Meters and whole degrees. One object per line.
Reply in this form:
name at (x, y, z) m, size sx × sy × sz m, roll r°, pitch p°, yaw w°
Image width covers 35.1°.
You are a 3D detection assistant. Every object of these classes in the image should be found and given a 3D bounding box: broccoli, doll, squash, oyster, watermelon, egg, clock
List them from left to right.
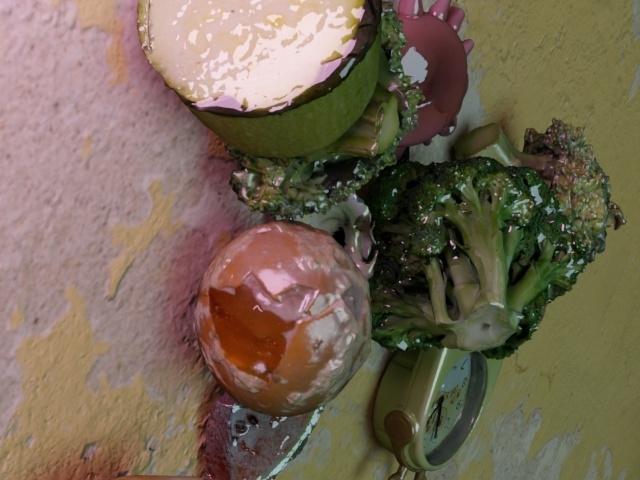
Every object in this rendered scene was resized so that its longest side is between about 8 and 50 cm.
watermelon at (-0.082, 0.212, 1.197) m, size 0.187 × 0.071 × 0.139 m, roll -49°, pitch 135°, yaw -16°
squash at (-0.046, -0.196, 0.916) m, size 0.133 × 0.220 × 0.220 m, roll 43°, pitch 69°, yaw -78°
egg at (-0.039, 0.087, 1.077) m, size 0.195 × 0.195 × 0.233 m, roll -31°, pitch 142°, yaw -44°
broccoli at (0.002, -0.131, 1.038) m, size 0.198 × 0.176 × 0.226 m, roll 58°, pitch 36°, yaw -35°
oyster at (0.004, -0.009, 1.206) m, size 0.133 × 0.072 × 0.209 m, roll -46°, pitch 124°, yaw -11°
doll at (0.102, -0.197, 1.207) m, size 0.262 × 0.093 × 0.211 m, roll 27°, pitch 95°, yaw -48°
clock at (0.168, 0.245, 1.544) m, size 0.235 × 0.096 × 0.308 m, roll 25°, pitch 86°, yaw -58°
broccoli at (0.175, 0.037, 1.275) m, size 0.275 × 0.308 × 0.308 m, roll -87°, pitch 171°, yaw -54°
broccoli at (0.315, -0.047, 1.496) m, size 0.288 × 0.235 × 0.260 m, roll -88°, pitch 174°, yaw -54°

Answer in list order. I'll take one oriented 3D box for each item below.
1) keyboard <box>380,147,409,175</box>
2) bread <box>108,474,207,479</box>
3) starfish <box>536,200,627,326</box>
keyboard at (0.094, -0.181, 1.290) m, size 0.063 × 0.010 × 0.198 m, roll -32°, pitch 131°, yaw -40°
bread at (-0.198, 0.382, 1.027) m, size 0.333 × 0.160 × 0.333 m, roll -28°, pitch 127°, yaw -45°
starfish at (0.407, 0.003, 1.762) m, size 0.327 × 0.094 × 0.375 m, roll -36°, pitch 141°, yaw -27°
